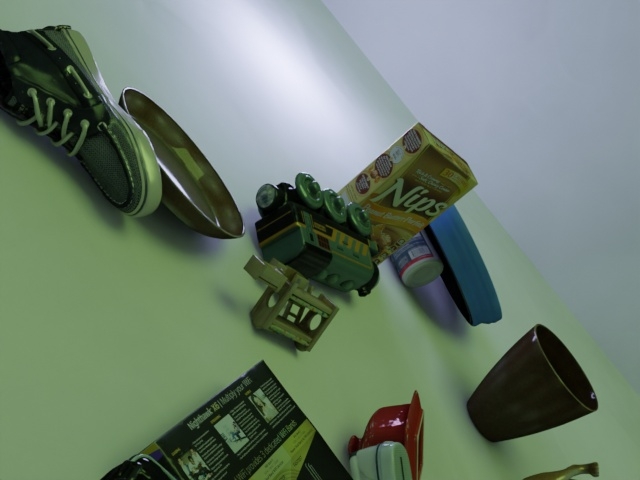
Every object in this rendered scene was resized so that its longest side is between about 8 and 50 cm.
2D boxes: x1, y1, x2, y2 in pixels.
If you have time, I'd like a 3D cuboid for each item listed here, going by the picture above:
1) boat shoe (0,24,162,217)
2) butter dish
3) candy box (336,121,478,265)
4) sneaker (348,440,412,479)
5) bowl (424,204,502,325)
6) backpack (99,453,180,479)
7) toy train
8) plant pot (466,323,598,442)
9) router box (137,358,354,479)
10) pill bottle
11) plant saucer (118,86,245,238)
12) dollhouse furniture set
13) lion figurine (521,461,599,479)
[{"bbox_3d":[-0.376,-0.170,1.260,0.158,0.127,0.341,-14,65,-51],"label":"boat shoe"},{"bbox_3d":[0.103,0.335,1.375,0.160,0.118,0.160,-51,142,-72],"label":"butter dish"},{"bbox_3d":[0.163,-0.092,1.882,0.183,0.316,0.088,32,28,-38],"label":"candy box"},{"bbox_3d":[0.092,0.426,1.242,0.094,0.091,0.258,29,51,-52],"label":"sneaker"},{"bbox_3d":[0.330,0.037,2.144,0.391,0.077,0.391,-26,90,-89],"label":"bowl"},{"bbox_3d":[-0.140,0.352,0.757,0.253,0.191,0.225,39,26,-8],"label":"backpack"},{"bbox_3d":[0.000,0.000,1.684,0.334,0.142,0.190,27,44,-49],"label":"toy train"},{"bbox_3d":[0.440,0.333,1.862,0.215,0.230,0.215,41,24,-23],"label":"plant pot"},{"bbox_3d":[-0.086,0.310,1.079,0.243,0.081,0.309,53,22,5],"label":"router box"},{"bbox_3d":[0.218,0.015,2.100,0.108,0.108,0.180,24,34,-48],"label":"pill bottle"},{"bbox_3d":[-0.240,-0.117,1.432,0.311,0.050,0.310,51,9,-11],"label":"plant saucer"},{"bbox_3d":[-0.093,0.087,1.452,0.182,0.101,0.161,33,3,-37],"label":"dollhouse furniture set"},{"bbox_3d":[0.441,0.529,1.670,0.392,0.240,0.142,23,61,-77],"label":"lion figurine"}]
